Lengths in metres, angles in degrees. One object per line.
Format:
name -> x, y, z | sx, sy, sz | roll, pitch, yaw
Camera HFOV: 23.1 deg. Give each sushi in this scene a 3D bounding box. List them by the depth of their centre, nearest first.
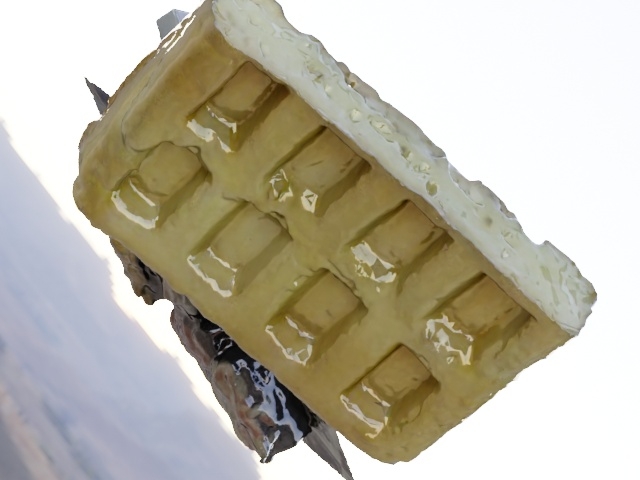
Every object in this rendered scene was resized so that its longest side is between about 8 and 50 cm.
sushi -> -0.101, 0.043, 1.210 | 0.294, 0.059, 0.292 | 34, -31, 56

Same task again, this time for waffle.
waffle -> 0.000, 0.000, 0.855 | 0.274, 0.168, 0.057 | 41, 36, -9

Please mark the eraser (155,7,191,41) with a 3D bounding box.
eraser -> -0.063, -0.116, 0.954 | 0.083, 0.019, 0.038 | 3, 62, -54
